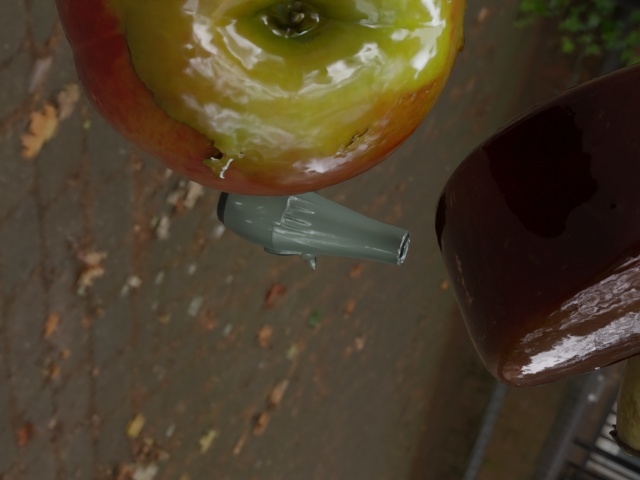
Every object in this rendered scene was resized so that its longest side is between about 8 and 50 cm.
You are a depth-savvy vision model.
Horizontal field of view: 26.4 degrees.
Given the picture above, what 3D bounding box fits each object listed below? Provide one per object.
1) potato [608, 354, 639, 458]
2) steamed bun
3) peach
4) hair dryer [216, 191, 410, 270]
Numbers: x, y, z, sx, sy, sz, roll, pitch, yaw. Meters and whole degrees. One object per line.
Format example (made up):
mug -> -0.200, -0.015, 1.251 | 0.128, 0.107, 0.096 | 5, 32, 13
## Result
potato -> 0.540, 0.181, 1.881 | 0.242, 0.285, 0.243 | -3, 90, -88
steamed bun -> 0.279, -0.023, 1.279 | 0.379, 0.235, 0.248 | -28, 154, 25
peach -> -0.048, -0.209, 1.133 | 0.370, 0.370, 0.370 | -57, 164, -27
hair dryer -> 0.025, 0.002, 1.670 | 0.267, 0.229, 0.092 | 32, 72, -57
